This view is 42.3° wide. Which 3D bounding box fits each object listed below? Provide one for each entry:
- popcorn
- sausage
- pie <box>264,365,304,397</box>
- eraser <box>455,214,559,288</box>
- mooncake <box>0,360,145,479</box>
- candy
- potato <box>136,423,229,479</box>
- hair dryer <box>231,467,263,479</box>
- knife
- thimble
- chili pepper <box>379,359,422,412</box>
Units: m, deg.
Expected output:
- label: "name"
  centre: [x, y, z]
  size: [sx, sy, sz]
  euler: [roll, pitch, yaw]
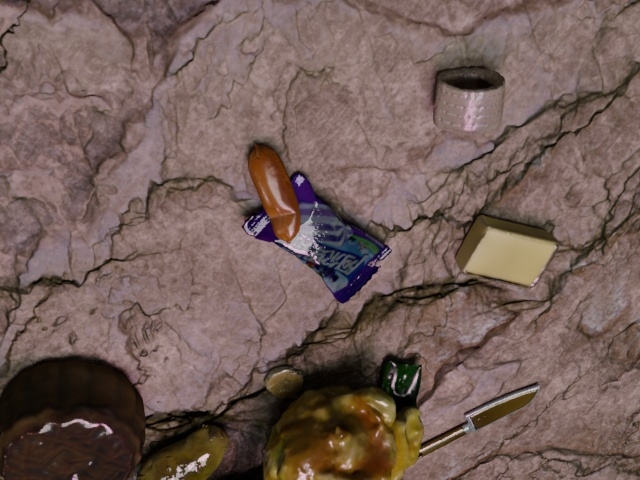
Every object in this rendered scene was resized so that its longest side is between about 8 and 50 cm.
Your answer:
- label: "popcorn"
  centre: [0.030, 0.438, 1.691]
  size: [0.279, 0.335, 0.274]
  euler: [8, 137, 34]
- label: "sausage"
  centre: [-0.075, -0.083, 1.421]
  size: [0.062, 0.054, 0.183]
  euler: [-15, 105, 28]
- label: "pie"
  centre: [-0.076, 0.294, 1.721]
  size: [0.084, 0.020, 0.084]
  euler: [-6, 123, -9]
- label: "eraser"
  centre: [0.363, 0.023, 1.617]
  size: [0.172, 0.058, 0.117]
  euler: [12, 121, -21]
- label: "mooncake"
  centre: [-0.480, 0.378, 1.596]
  size: [0.290, 0.161, 0.290]
  euler: [-6, 127, -8]
- label: "candy"
  centre: [0.000, 0.000, 1.512]
  size: [0.275, 0.070, 0.145]
  euler: [39, 101, -27]
- label: "potato"
  centre: [-0.288, 0.472, 1.750]
  size: [0.225, 0.090, 0.117]
  euler: [-35, 118, 3]
- label: "hair dryer"
  centre: [-0.184, 0.660, 1.909]
  size: [0.244, 0.116, 0.302]
  euler: [-22, 137, 2]
- label: "knife"
  centre: [0.354, 0.417, 1.904]
  size: [0.343, 0.027, 0.061]
  euler: [-28, 121, 6]
- label: "thimble"
  centre: [0.249, -0.232, 1.391]
  size: [0.115, 0.102, 0.090]
  euler: [10, 126, 15]
- label: "chili pepper"
  centre: [0.171, 0.340, 1.788]
  size: [0.098, 0.061, 0.224]
  euler: [-5, 127, -2]
